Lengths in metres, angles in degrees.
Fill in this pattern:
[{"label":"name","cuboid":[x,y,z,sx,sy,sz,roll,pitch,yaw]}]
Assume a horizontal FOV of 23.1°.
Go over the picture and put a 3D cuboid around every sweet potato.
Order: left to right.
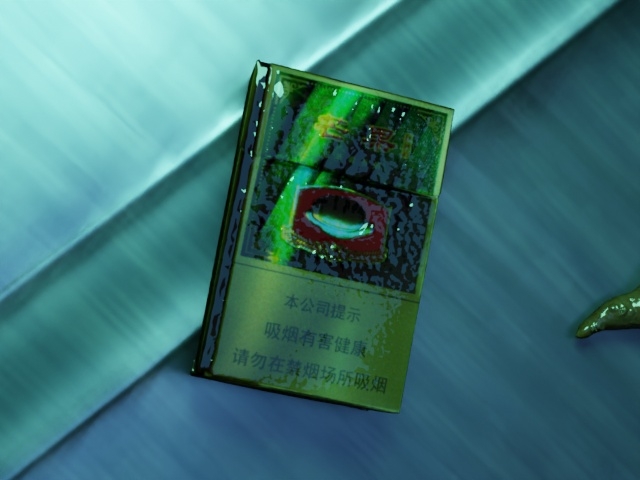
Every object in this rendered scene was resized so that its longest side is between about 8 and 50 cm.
[{"label":"sweet potato","cuboid":[0.308,0.027,1.273,0.226,0.068,0.068,-28,95,-15]}]

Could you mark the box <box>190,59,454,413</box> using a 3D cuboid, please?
[{"label":"box","cuboid":[0.000,0.000,1.178,0.159,0.071,0.240,11,84,-13]}]
